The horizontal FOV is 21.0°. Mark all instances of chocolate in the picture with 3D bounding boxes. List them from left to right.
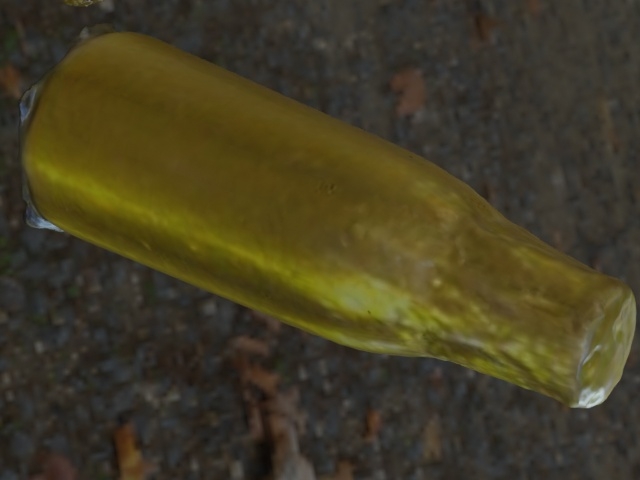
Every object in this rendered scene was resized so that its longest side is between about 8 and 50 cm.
[{"bbox_3d":[0.000,0.000,1.145,0.162,0.445,0.162,-36,139,-40],"label":"chocolate"}]

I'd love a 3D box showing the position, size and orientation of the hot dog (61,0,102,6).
[{"bbox_3d":[-0.125,-0.253,1.406,0.289,0.068,0.083,-45,163,-54],"label":"hot dog"}]
